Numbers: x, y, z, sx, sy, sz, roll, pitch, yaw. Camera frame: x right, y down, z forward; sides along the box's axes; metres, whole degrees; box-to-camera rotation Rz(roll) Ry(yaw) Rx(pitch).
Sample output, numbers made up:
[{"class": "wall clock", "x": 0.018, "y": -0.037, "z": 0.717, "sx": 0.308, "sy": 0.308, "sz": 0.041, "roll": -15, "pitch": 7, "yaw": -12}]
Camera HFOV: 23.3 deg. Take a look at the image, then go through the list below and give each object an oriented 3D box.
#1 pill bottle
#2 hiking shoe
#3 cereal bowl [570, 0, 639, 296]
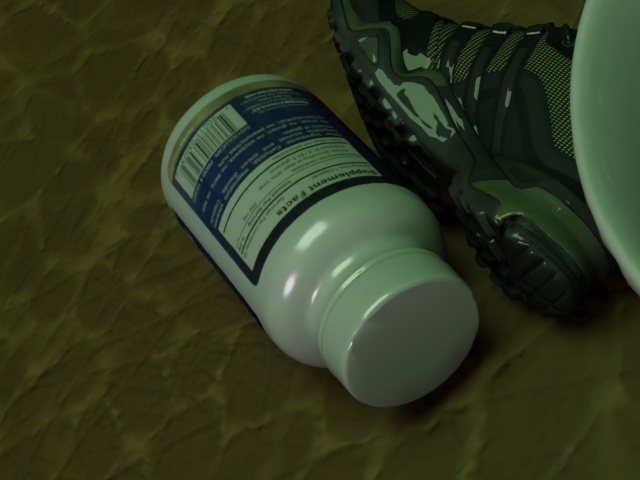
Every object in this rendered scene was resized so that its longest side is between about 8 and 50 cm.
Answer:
[{"class": "pill bottle", "x": 0.000, "y": 0.000, "z": 0.723, "sx": 0.094, "sy": 0.094, "sz": 0.169, "roll": -42, "pitch": 46, "yaw": 1}, {"class": "hiking shoe", "x": 0.089, "y": -0.063, "z": 0.731, "sx": 0.114, "sy": 0.086, "sz": 0.227, "roll": -31, "pitch": 51, "yaw": -7}, {"class": "cereal bowl", "x": 0.268, "y": -0.049, "z": 0.543, "sx": 0.339, "sy": 0.141, "sz": 0.339, "roll": -18, "pitch": 50, "yaw": 23}]
